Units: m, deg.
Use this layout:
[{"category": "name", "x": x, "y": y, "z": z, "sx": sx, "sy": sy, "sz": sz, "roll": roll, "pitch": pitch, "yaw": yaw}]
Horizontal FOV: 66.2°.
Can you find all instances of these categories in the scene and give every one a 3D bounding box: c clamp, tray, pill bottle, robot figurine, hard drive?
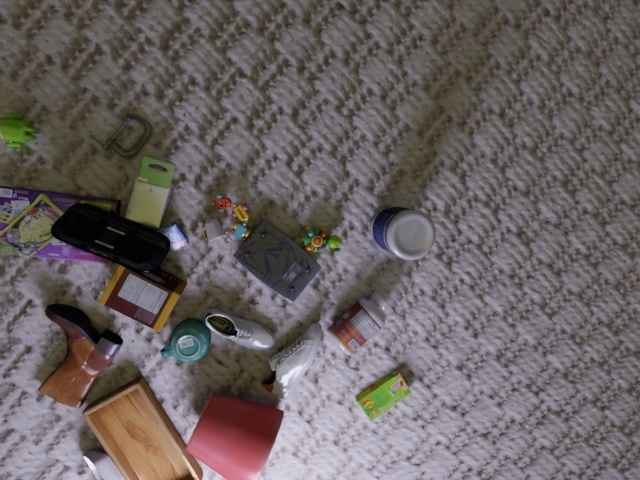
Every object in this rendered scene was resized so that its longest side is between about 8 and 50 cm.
[{"category": "c clamp", "x": -0.613, "y": -0.332, "z": 1.533, "sx": 0.160, "sy": 0.022, "sz": 0.137, "roll": -45, "pitch": 101, "yaw": -1}, {"category": "tray", "x": -0.583, "y": 0.678, "z": 1.635, "sx": 0.202, "sy": 0.076, "sz": 0.411, "roll": -28, "pitch": 99, "yaw": -4}, {"category": "pill bottle", "x": 0.139, "y": 0.277, "z": 1.670, "sx": 0.216, "sy": 0.121, "sz": 0.121, "roll": -41, "pitch": 101, "yaw": -2}, {"category": "pill bottle", "x": 0.252, "y": -0.030, "z": 1.576, "sx": 0.153, "sy": 0.264, "sz": 0.153, "roll": -1, "pitch": 97, "yaw": -10}, {"category": "robot figurine", "x": -0.915, "y": -0.329, "z": 1.466, "sx": 0.115, "sy": 0.067, "sz": 0.101, "roll": 7, "pitch": 104, "yaw": -9}, {"category": "hard drive", "x": -0.143, "y": 0.068, "z": 1.635, "sx": 0.254, "sy": 0.054, "sz": 0.172, "roll": 39, "pitch": 90, "yaw": -11}]

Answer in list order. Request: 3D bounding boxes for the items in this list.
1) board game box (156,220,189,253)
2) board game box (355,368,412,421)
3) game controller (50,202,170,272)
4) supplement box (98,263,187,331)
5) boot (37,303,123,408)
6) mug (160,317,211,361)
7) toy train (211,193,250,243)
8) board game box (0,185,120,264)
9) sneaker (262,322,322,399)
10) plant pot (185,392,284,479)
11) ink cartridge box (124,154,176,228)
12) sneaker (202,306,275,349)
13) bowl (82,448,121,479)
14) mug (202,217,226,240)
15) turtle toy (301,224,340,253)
[{"category": "board game box", "x": -0.482, "y": -0.005, "z": 1.574, "sx": 0.090, "sy": 0.020, "sz": 0.090, "roll": -27, "pitch": 128, "yaw": -3}, {"category": "board game box", "x": 0.225, "y": 0.553, "z": 1.754, "sx": 0.181, "sy": 0.043, "sz": 0.092, "roll": -34, "pitch": 100, "yaw": -4}, {"category": "game controller", "x": -0.614, "y": -0.009, "z": 1.454, "sx": 0.319, "sy": 0.167, "sz": 0.067, "roll": 22, "pitch": 134, "yaw": -6}, {"category": "supplement box", "x": -0.539, "y": 0.158, "z": 1.518, "sx": 0.194, "sy": 0.191, "sz": 0.129, "roll": 30, "pitch": 92, "yaw": -10}, {"category": "boot", "x": -0.814, "y": 0.369, "z": 1.574, "sx": 0.264, "sy": 0.096, "sz": 0.280, "roll": 35, "pitch": 98, "yaw": -18}, {"category": "mug", "x": -0.433, "y": 0.340, "z": 1.603, "sx": 0.129, "sy": 0.097, "sz": 0.158, "roll": 32, "pitch": 91, "yaw": -11}, {"category": "toy train", "x": -0.284, "y": -0.074, "z": 1.606, "sx": 0.125, "sy": 0.046, "sz": 0.166, "roll": -1, "pitch": 109, "yaw": 18}, {"category": "board game box", "x": -0.813, "y": -0.046, "z": 1.528, "sx": 0.346, "sy": 0.056, "sz": 0.208, "roll": 7, "pitch": 92, "yaw": -9}, {"category": "sneaker", "x": -0.100, "y": 0.394, "z": 1.654, "sx": 0.123, "sy": 0.106, "sz": 0.290, "roll": 29, "pitch": 93, "yaw": -13}, {"category": "plant pot", "x": -0.283, "y": 0.635, "z": 1.592, "sx": 0.243, "sy": 0.275, "sz": 0.275, "roll": 24, "pitch": 93, "yaw": -2}, {"category": "ink cartridge box", "x": -0.530, "y": -0.152, "z": 1.547, "sx": 0.108, "sy": 0.062, "sz": 0.209, "roll": 16, "pitch": 94, "yaw": -9}, {"category": "sneaker", "x": -0.272, "y": 0.304, "z": 1.625, "sx": 0.258, "sy": 0.091, "sz": 0.094, "roll": 23, "pitch": 93, "yaw": -10}, {"category": "bowl", "x": -0.707, "y": 0.744, "z": 1.602, "sx": 0.053, "sy": 0.142, "sz": 0.142, "roll": -35, "pitch": 107, "yaw": -37}, {"category": "mug", "x": -0.350, "y": -0.034, "z": 1.582, "sx": 0.078, "sy": 0.062, "sz": 0.064, "roll": -21, "pitch": 94, "yaw": 5}, {"category": "turtle toy", "x": 0.000, "y": 0.000, "z": 1.642, "sx": 0.130, "sy": 0.066, "sz": 0.095, "roll": 3, "pitch": 97, "yaw": -9}]
